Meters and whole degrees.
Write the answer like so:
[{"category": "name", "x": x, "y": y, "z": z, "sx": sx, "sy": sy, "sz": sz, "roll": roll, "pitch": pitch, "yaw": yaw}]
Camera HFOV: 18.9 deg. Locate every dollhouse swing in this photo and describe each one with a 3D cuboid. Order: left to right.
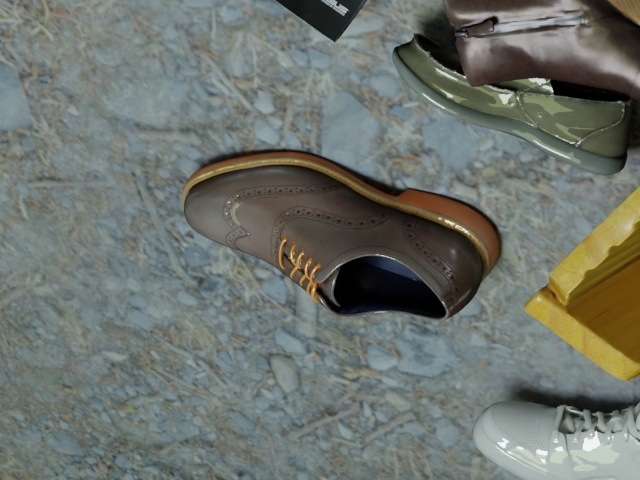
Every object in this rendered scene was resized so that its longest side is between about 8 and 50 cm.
[{"category": "dollhouse swing", "x": 0.442, "y": 0.037, "z": 1.723, "sx": 0.305, "sy": 0.315, "sz": 0.347, "roll": 52, "pitch": 132, "yaw": 11}]

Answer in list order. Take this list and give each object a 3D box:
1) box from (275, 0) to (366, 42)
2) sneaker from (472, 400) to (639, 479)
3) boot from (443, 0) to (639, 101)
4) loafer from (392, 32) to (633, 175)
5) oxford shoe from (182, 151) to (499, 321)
[{"category": "box", "x": 0.005, "y": -0.292, "z": 1.771, "sx": 0.147, "sy": 0.180, "sz": 0.077, "roll": 36, "pitch": 136, "yaw": -2}, {"category": "sneaker", "x": 0.321, "y": 0.198, "z": 2.072, "sx": 0.293, "sy": 0.108, "sz": 0.169, "roll": 16, "pitch": 132, "yaw": 4}, {"category": "boot", "x": 0.239, "y": -0.172, "z": 1.781, "sx": 0.207, "sy": 0.090, "sz": 0.248, "roll": -15, "pitch": 104, "yaw": 21}, {"category": "loafer", "x": 0.192, "y": -0.150, "z": 1.865, "sx": 0.251, "sy": 0.094, "sz": 0.087, "roll": 23, "pitch": 111, "yaw": -1}, {"category": "oxford shoe", "x": 0.000, "y": 0.000, "z": 2.058, "sx": 0.364, "sy": 0.132, "sz": 0.130, "roll": 11, "pitch": 132, "yaw": 23}]
